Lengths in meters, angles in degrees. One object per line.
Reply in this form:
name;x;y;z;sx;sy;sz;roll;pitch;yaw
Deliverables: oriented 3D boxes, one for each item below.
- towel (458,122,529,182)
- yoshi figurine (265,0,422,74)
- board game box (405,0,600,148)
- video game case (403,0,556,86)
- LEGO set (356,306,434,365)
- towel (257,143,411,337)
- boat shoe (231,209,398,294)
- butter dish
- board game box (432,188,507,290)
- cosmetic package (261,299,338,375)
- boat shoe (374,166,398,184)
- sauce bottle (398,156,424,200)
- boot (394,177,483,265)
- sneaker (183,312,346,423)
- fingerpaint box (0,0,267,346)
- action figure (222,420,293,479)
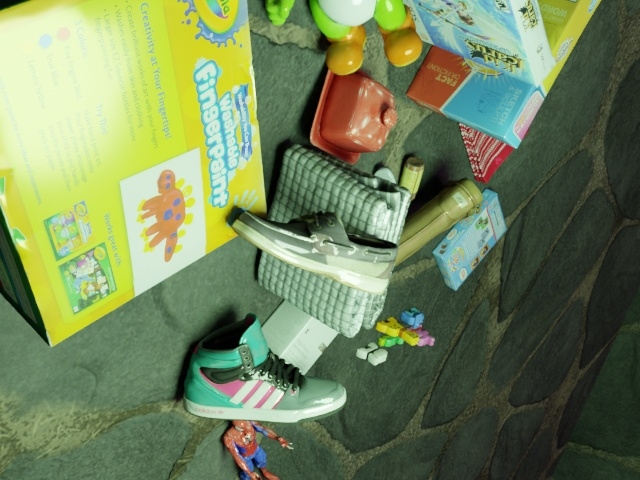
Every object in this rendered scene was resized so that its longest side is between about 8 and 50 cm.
towel;0.390;-0.272;1.854;0.199;0.031;0.275;-49;144;-13
yoshi figurine;0.026;-0.382;1.203;0.203;0.203;0.362;-43;140;-9
board game box;0.335;-0.360;1.541;0.064;0.242;0.316;22;98;-53
video game case;0.244;-0.389;1.384;0.061;0.269;0.244;-52;144;-6
LEGO set;0.199;0.226;1.946;0.227;0.093;0.087;-17;128;-43
towel;0.020;-0.006;1.439;0.121;0.235;0.283;-19;130;-46
boat shoe;0.000;0.000;1.231;0.285;0.103;0.092;22;97;-33
butter dish;0.077;-0.216;1.428;0.160;0.118;0.160;19;86;-55
board game box;0.366;0.000;2.023;0.211;0.039;0.160;-49;143;-14
cosmetic package;-0.030;0.166;1.637;0.231;0.085;0.117;-50;144;-9
boat shoe;0.138;-0.101;1.674;0.040;0.049;0.142;-59;151;-32
sauce bottle;0.181;-0.111;1.714;0.042;0.042;0.128;-24;142;-38
boot;0.201;-0.023;1.762;0.269;0.089;0.236;-37;172;-4
sneaker;-0.098;0.221;1.489;0.296;0.124;0.178;1;111;-4
fingerpaint box;-0.268;-0.149;1.044;0.371;0.163;0.444;-33;140;-30
action figure;-0.120;0.460;1.712;0.091;0.139;0.280;-40;139;-26
